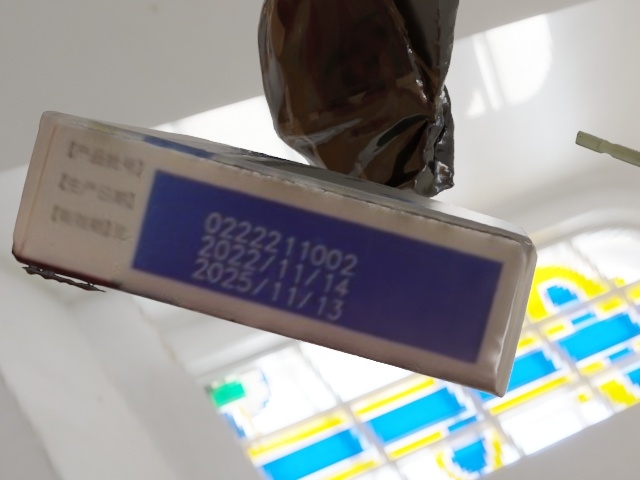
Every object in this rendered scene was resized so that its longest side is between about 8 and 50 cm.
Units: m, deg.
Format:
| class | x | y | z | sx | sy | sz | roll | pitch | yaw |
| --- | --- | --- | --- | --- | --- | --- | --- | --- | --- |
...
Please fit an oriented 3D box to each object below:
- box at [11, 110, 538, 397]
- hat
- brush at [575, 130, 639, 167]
| class | x | y | z | sx | sy | sz | roll | pitch | yaw |
| --- | --- | --- | --- | --- | --- | --- | --- | --- | --- |
| box | 0.000 | 0.000 | 0.753 | 0.343 | 0.200 | 0.065 | -16 | 122 | -83 |
| hat | 0.027 | -0.252 | 1.307 | 0.381 | 0.257 | 0.366 | 59 | 25 | -44 |
| brush | 0.315 | -0.098 | 1.688 | 0.084 | 0.013 | 0.016 | 20 | -87 | 8 |
